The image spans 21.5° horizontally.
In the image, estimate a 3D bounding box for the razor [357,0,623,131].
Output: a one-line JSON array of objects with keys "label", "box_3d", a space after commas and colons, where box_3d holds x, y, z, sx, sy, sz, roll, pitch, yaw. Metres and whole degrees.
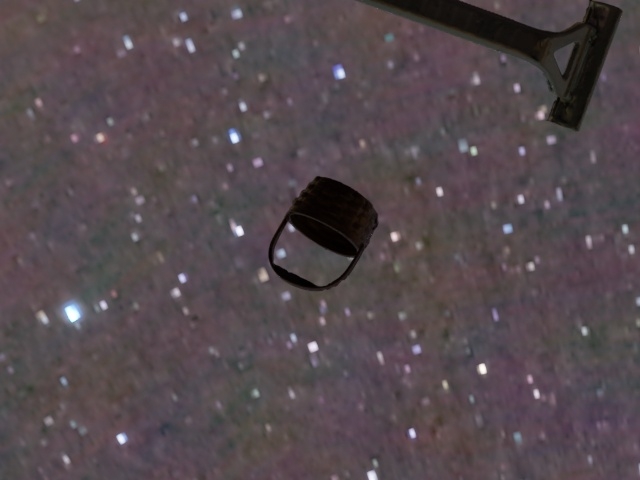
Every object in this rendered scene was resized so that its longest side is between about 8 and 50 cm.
[{"label": "razor", "box_3d": [0.111, -0.183, 1.390, 0.278, 0.111, 0.056, 17, -173, -16]}]

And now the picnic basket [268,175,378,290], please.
[{"label": "picnic basket", "box_3d": [0.000, 0.000, 1.288, 0.072, 0.072, 0.083, 20, -110, 30]}]
